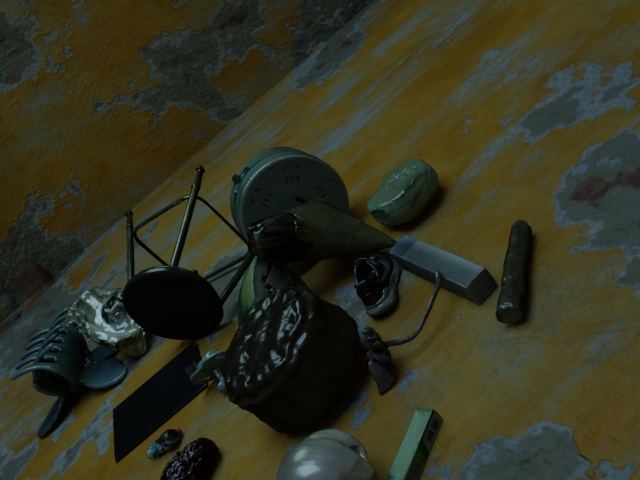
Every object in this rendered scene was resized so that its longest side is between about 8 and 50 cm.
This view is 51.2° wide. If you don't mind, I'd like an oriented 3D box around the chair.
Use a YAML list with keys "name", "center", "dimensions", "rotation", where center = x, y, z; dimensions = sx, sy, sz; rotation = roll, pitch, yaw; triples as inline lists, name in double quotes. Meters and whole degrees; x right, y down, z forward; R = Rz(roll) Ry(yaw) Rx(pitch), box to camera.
- name: "chair"
  center: [-0.435, 0.073, 2.156]
  dimensions: [0.362, 0.364, 0.410]
  rotation: [-27, 34, 24]

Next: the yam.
- name: "yam"
  center: [0.411, 0.062, 1.409]
  dimensions: [0.061, 0.061, 0.274]
  rotation: [-19, 32, 35]

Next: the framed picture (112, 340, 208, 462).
- name: "framed picture"
  center: [-0.480, 0.467, 1.975]
  dimensions: [0.339, 0.014, 0.255]
  rotation: [-41, 27, -1]

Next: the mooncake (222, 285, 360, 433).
- name: "mooncake"
  center: [-0.076, 0.262, 1.524]
  dimensions: [0.324, 0.187, 0.324]
  rotation: [-39, 30, 28]

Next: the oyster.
- name: "oyster"
  center: [-0.723, 0.275, 2.302]
  dimensions: [0.351, 0.114, 0.238]
  rotation: [35, 49, 22]

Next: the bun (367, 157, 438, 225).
- name: "bun"
  center: [0.239, -0.128, 1.866]
  dimensions: [0.221, 0.108, 0.221]
  rotation: [-38, 20, 17]

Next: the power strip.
- name: "power strip"
  center: [-0.103, -0.107, 1.987]
  dimensions: [0.357, 0.357, 0.161]
  rotation: [-42, 24, -3]

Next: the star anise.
- name: "star anise"
  center: [0.189, 0.201, 1.469]
  dimensions: [0.227, 0.218, 0.148]
  rotation: [-17, -11, -6]

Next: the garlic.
- name: "garlic"
  center: [0.015, 0.457, 1.175]
  dimensions: [0.203, 0.184, 0.281]
  rotation: [-19, 33, 21]

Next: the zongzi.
- name: "zongzi"
  center: [0.000, 0.000, 1.758]
  dimensions: [0.289, 0.154, 0.318]
  rotation: [-23, 27, -38]

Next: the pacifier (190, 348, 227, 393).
- name: "pacifier"
  center: [-0.276, 0.361, 1.809]
  dimensions: [0.150, 0.127, 0.116]
  rotation: [-48, 60, 20]

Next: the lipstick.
- name: "lipstick"
  center: [0.278, 0.063, 1.566]
  dimensions: [0.068, 0.066, 0.317]
  rotation: [-45, 27, -9]

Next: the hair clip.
- name: "hair clip"
  center: [-0.886, 0.422, 2.317]
  dimensions: [0.392, 0.238, 0.318]
  rotation: [-36, 25, 9]

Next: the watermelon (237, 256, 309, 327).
- name: "watermelon"
  center: [-0.132, 0.179, 1.866]
  dimensions: [0.213, 0.201, 0.261]
  rotation: [-76, 3, -49]

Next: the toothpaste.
- name: "toothpaste"
  center: [0.171, 0.394, 1.233]
  dimensions: [0.043, 0.037, 0.178]
  rotation: [-13, 37, 48]

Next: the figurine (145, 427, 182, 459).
- name: "figurine"
  center: [-0.413, 0.533, 1.758]
  dimensions: [0.106, 0.047, 0.060]
  rotation: [-39, -10, 19]

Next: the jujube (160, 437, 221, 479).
- name: "jujube"
  center: [-0.312, 0.536, 1.569]
  dimensions: [0.104, 0.104, 0.166]
  rotation: [-14, 32, 41]

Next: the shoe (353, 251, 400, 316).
- name: "shoe"
  center: [0.132, 0.085, 1.668]
  dimensions: [0.099, 0.112, 0.227]
  rotation: [-29, 30, 23]
